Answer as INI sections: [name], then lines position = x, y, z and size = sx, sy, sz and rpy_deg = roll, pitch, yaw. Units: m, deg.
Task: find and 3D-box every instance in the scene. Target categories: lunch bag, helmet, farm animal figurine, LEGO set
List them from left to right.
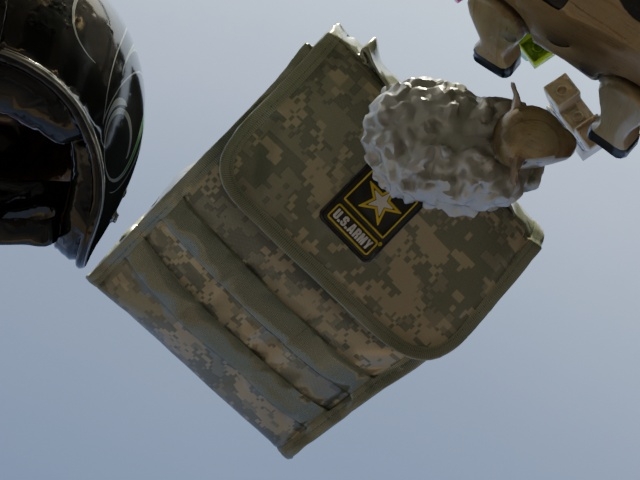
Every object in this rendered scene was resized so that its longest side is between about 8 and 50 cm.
[helmet]
position = -0.169, -0.070, 0.521
size = 0.169, 0.169, 0.162
rpy_deg = 4, -149, -11
[lunch bag]
position = 0.000, 0.000, 0.790
size = 0.235, 0.287, 0.169
rpy_deg = 44, -149, -9
[LEGO set]
position = 0.171, -0.164, 0.750
size = 0.087, 0.093, 0.227
rpy_deg = -34, -110, 6
[farm animal figurine]
position = 0.222, -0.132, 0.569
size = 0.326, 0.172, 0.330
rpy_deg = 21, -104, 14
